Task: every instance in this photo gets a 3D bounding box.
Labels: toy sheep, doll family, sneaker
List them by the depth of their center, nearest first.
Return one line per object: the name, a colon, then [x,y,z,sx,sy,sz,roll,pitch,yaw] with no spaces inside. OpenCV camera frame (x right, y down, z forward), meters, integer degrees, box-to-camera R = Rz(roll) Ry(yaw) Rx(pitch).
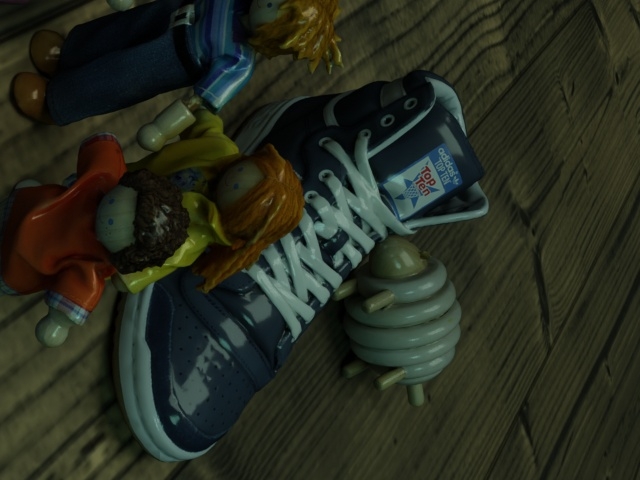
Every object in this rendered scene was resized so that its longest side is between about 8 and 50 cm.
doll family: [-0.073,-0.067,0.533,0.118,0.163,0.262,33,55,-51]
sneaker: [0.000,0.000,0.647,0.099,0.153,0.282,60,37,-31]
toy sheep: [0.056,0.057,0.798,0.091,0.091,0.132,-44,134,-54]
